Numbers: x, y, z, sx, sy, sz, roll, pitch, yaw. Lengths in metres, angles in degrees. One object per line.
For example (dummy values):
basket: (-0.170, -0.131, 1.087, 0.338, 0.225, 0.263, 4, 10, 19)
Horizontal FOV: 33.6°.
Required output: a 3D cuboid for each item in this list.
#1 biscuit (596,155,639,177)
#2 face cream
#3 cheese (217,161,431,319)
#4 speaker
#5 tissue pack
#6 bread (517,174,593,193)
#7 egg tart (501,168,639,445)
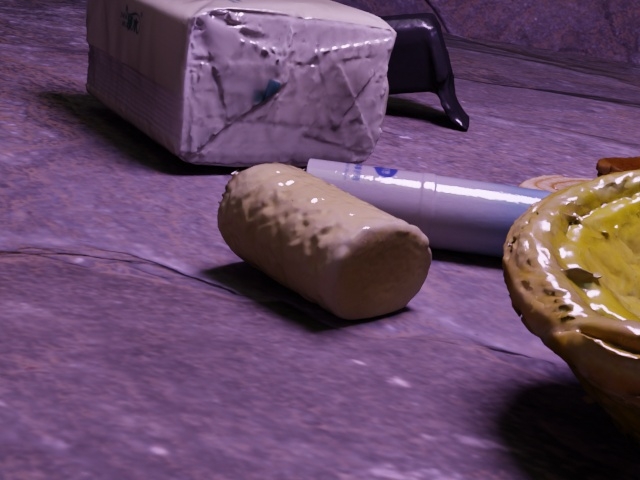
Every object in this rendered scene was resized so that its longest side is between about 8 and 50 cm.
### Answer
biscuit: (0.494, -0.069, 1.425, 0.290, 0.041, 0.208, -5, 21, -31)
face cream: (0.107, -0.031, 1.081, 0.250, 0.077, 0.077, 8, 18, 2)
cheese: (0.000, 0.000, 0.923, 0.167, 0.094, 0.123, 29, 17, 39)
speaker: (0.054, -0.281, 1.785, 0.388, 0.184, 0.180, -1, 15, 10)
tissue pack: (-0.120, -0.237, 1.415, 0.297, 0.207, 0.380, -3, 20, -32)
bread: (0.283, -0.034, 1.174, 0.149, 0.073, 0.122, -10, 23, -44)
egg tart: (0.296, 0.063, 0.732, 0.345, 0.132, 0.345, -1, 27, 0)
